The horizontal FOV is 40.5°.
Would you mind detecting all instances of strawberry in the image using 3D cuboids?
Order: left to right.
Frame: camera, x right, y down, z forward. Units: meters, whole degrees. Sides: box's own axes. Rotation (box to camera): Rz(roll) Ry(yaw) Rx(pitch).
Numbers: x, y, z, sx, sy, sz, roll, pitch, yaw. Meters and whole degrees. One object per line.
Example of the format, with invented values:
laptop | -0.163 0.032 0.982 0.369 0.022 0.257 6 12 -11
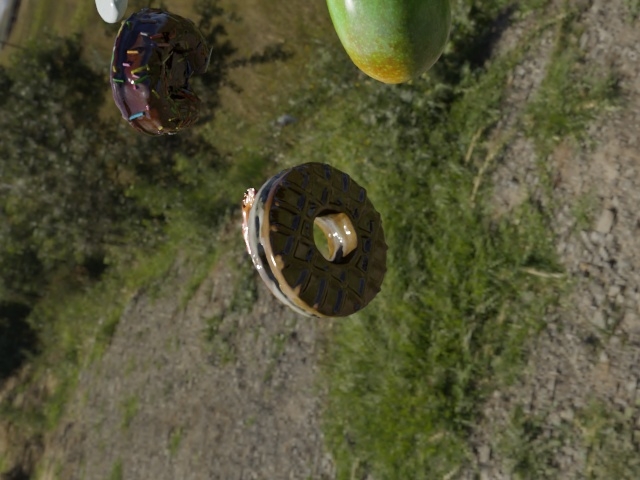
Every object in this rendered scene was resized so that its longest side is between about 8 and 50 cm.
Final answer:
strawberry | -0.100 -0.017 1.861 0.192 0.085 0.140 49 134 14

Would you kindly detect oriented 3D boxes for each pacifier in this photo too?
pacifier | -0.413 -0.562 1.860 0.279 0.227 0.207 35 101 35

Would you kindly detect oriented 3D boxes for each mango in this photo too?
mango | 0.102 -0.430 1.410 0.225 0.201 0.382 -85 -16 -51

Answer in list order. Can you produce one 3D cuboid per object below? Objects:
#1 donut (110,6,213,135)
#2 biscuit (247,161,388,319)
donut | -0.277 -0.305 1.553 0.096 0.216 0.230 10 68 25
biscuit | 0.000 0.000 1.726 0.103 0.332 0.332 -21 57 47
